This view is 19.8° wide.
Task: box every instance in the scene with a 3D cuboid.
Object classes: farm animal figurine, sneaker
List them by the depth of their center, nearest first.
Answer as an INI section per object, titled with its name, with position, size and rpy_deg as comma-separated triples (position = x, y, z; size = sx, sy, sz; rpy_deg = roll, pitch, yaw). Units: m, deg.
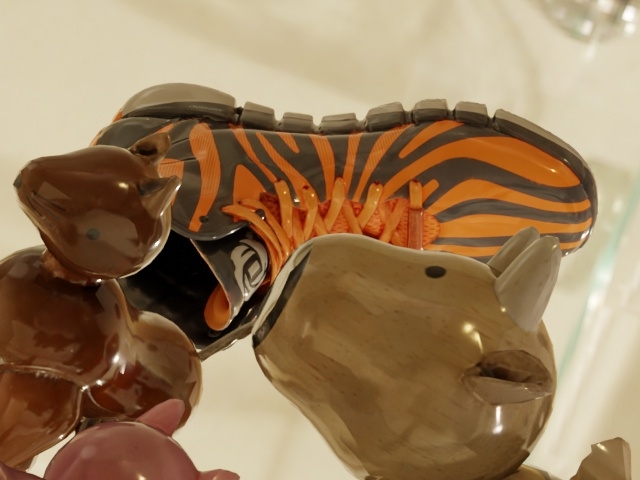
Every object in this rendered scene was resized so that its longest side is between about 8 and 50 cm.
[farm animal figurine]
position = 0.031, 0.093, 0.463
size = 0.172, 0.327, 0.330
rpy_deg = -44, -155, 4
[sneaker]
position = 0.000, 0.000, 1.099
size = 0.180, 0.321, 0.124
rpy_deg = -67, 158, -56
